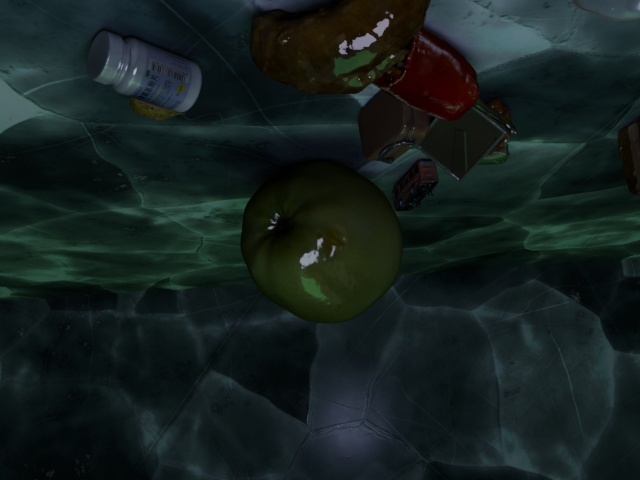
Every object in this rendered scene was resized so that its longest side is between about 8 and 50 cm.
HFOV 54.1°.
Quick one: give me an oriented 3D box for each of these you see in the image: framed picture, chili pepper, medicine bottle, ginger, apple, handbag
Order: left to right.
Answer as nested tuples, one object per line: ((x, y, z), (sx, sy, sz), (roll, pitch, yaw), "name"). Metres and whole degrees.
((-0.321, -0.308, 1.150), (0.103, 0.103, 0.186), (-17, 160, 42), "medicine bottle")
((0.000, 0.000, 1.723), (0.473, 0.474, 0.473), (-3, 165, -1), "apple")
((0.039, -0.333, 1.042), (0.321, 0.172, 0.165), (-12, -157, 21), "ginger")
((0.158, -0.255, 1.372), (0.072, 0.151, 0.193), (2, 165, -27), "handbag")
((0.240, -0.305, 1.226), (0.338, 0.134, 0.131), (13, 172, -38), "chili pepper")
((0.324, -0.239, 1.468), (0.015, 0.150, 0.203), (-46, 174, -35), "framed picture")

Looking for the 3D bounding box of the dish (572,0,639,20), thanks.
((0.500, -0.429, 0.949), (0.229, 0.081, 0.229), (0, 166, 0), "dish")

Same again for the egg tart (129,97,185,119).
((-0.337, -0.273, 1.263), (0.129, 0.129, 0.049), (10, 116, -42), "egg tart")

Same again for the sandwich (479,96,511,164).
((0.366, -0.255, 1.508), (0.185, 0.109, 0.160), (-4, 162, 20), "sandwich")

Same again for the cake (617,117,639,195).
((0.906, -0.238, 1.540), (0.196, 0.199, 0.293), (2, 163, -10), "cake")

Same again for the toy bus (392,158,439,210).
((0.279, -0.158, 1.867), (0.073, 0.096, 0.235), (-1, 164, -14), "toy bus")
